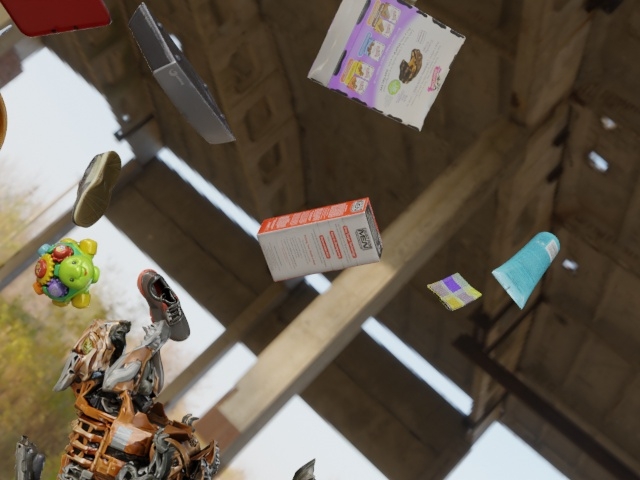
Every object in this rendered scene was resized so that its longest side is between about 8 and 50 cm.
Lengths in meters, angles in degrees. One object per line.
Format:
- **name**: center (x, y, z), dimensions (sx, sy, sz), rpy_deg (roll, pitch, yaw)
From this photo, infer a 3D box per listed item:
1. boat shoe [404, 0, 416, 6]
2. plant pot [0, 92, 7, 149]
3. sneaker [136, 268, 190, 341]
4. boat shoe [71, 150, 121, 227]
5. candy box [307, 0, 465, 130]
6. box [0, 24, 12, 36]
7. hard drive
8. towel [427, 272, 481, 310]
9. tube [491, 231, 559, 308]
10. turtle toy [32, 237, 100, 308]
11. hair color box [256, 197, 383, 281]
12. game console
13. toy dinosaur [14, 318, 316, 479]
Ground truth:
- **boat shoe**: center (0.069, -0.535, 1.605), dimensions (0.285, 0.104, 0.089), rpy_deg (36, -51, 9)
- **plant pot**: center (-0.570, -0.196, 1.212), dimensions (0.188, 0.205, 0.205), rpy_deg (42, -15, 42)
- **sneaker**: center (-0.284, 0.125, 1.598), dimensions (0.064, 0.061, 0.158), rpy_deg (4, -51, 54)
- **boat shoe**: center (-0.387, -0.086, 1.475), dimensions (0.049, 0.152, 0.056), rpy_deg (-1, -37, 32)
- **candy box**: center (0.103, -0.282, 1.332), dimensions (0.196, 0.165, 0.070), rpy_deg (20, 11, -35)
- **box**: center (-0.354, -0.134, 0.739), dimensions (0.109, 0.178, 0.042), rpy_deg (-12, -52, 36)
- **hard drive**: center (-0.242, -0.280, 1.513), dimensions (0.172, 0.054, 0.255), rpy_deg (60, 3, 28)
- **towel**: center (0.217, 0.083, 1.404), dimensions (0.060, 0.083, 0.009), rpy_deg (47, -46, 28)
- **tube**: center (0.373, 0.046, 1.551), dimensions (0.080, 0.207, 0.052), rpy_deg (47, -50, 6)
- **turtle toy**: center (-0.333, 0.041, 1.136), dimensions (0.130, 0.095, 0.066), rpy_deg (0, -8, 44)
- **hair color box**: center (0.000, 0.000, 1.070), dimensions (0.141, 0.043, 0.072), rpy_deg (-11, -64, 17)
- **game console**: center (-0.320, -0.322, 1.029), dimensions (0.143, 0.124, 0.085), rpy_deg (-1, -11, 25)
- **toy dinosaur**: center (-0.111, 0.221, 0.622), dimensions (0.164, 0.218, 0.322), rpy_deg (-93, -178, -74)
